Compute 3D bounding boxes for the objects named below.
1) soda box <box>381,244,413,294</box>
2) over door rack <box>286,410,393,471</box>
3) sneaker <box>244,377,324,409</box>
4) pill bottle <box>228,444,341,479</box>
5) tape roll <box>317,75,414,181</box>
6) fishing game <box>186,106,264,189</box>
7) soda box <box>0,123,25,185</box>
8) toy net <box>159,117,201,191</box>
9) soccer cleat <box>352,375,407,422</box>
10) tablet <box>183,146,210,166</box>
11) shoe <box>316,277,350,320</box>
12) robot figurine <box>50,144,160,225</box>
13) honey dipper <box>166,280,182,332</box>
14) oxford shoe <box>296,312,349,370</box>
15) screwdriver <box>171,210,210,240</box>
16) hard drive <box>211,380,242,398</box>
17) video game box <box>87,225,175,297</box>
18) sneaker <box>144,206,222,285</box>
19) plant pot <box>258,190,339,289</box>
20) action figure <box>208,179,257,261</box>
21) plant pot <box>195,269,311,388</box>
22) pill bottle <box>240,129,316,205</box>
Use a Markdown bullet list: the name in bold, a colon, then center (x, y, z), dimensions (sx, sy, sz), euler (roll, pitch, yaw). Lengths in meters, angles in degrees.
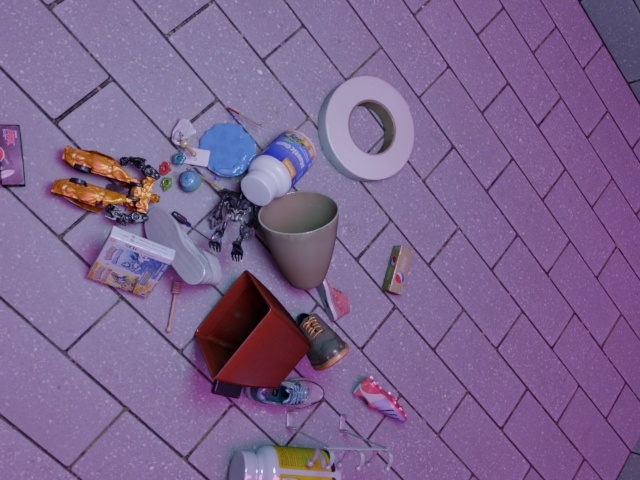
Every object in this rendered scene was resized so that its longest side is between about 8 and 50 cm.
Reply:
- **soda box**: center (0.292, 0.112, 2.123), dimensions (0.061, 0.058, 0.181), euler (22, 78, -24)
- **over door rack**: center (0.052, 0.668, 1.833), dimensions (0.239, 0.324, 0.108), euler (13, 91, -27)
- **sneaker**: center (-0.105, 0.515, 1.863), dimensions (0.283, 0.122, 0.110), euler (10, 83, -26)
- **pill bottle**: center (-0.115, 0.761, 1.808), dimensions (0.334, 0.188, 0.188), euler (15, 80, -25)
- **tape roll**: center (0.176, -0.412, 2.085), dimensions (0.392, 0.072, 0.392), euler (1, 87, -26)
- **fishing game**: center (-0.300, -0.295, 1.832), dimensions (0.189, 0.041, 0.264), euler (27, 78, 0)
- **soda box**: center (-0.858, -0.234, 1.555), dimensions (0.060, 0.053, 0.169), euler (-5, 89, -27)
- **toy net**: center (-0.443, -0.269, 1.775), dimensions (0.122, 0.045, 0.232), euler (-3, 81, 8)
- **soccer cleat**: center (0.222, 0.595, 2.062), dimensions (0.095, 0.083, 0.248), euler (-40, 113, 7)
- **tablet**: center (-0.399, -0.268, 1.799), dimensions (0.083, 0.006, 0.054), euler (10, 82, 1)
- **shoe**: center (0.046, 0.192, 1.994), dimensions (0.081, 0.063, 0.178), euler (-26, 104, -27)
- **robot figurine**: center (-0.620, -0.163, 1.656), dimensions (0.291, 0.085, 0.211), euler (18, 80, -25)
- **honey dipper**: center (-0.461, 0.207, 1.750), dimensions (0.030, 0.030, 0.160), euler (13, 84, -26)
- **oxford shoe**: center (-0.014, 0.314, 1.794), dimensions (0.130, 0.364, 0.132), euler (-36, 100, -12)
- **screwdriver**: center (-0.407, -0.039, 1.801), dimensions (0.170, 0.025, 0.024), euler (41, 70, -29)
- **hard drive**: center (-0.291, 0.439, 1.827), dimensions (0.094, 0.022, 0.135), euler (20, 78, -25)
- **video game box**: center (-0.548, 0.067, 1.625), dimensions (0.187, 0.205, 0.048), euler (25, 38, -22)
- **sneaker**: center (-0.422, 0.030, 1.744), dimensions (0.108, 0.169, 0.292), euler (-40, 73, 5)
- **plant pot**: center (-0.057, 0.019, 1.841), dimensions (0.256, 0.256, 0.274), euler (-26, 129, -26)
- **action figure**: center (-0.278, -0.066, 1.799), dimensions (0.164, 0.141, 0.275), euler (19, 46, -9)
- **plant pot**: center (-0.190, 0.298, 1.734), dimensions (0.236, 0.267, 0.267), euler (37, 94, -33)
- **pill bottle**: center (-0.138, -0.233, 1.825), dimensions (0.152, 0.152, 0.272), euler (51, 47, -16)
